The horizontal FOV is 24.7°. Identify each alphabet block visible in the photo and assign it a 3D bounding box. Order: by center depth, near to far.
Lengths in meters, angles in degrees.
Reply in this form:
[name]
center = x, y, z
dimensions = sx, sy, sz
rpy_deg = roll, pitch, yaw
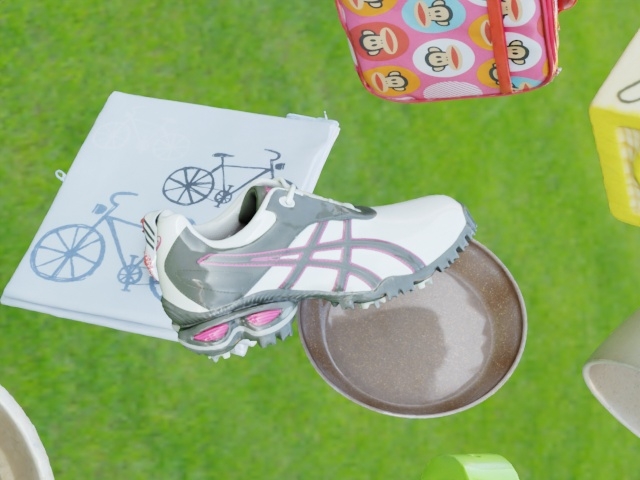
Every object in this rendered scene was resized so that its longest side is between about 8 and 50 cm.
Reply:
[alphabet block]
center = 0.420, -0.129, 1.547
dimensions = 0.197, 0.192, 0.193
rpy_deg = -54, 141, -25

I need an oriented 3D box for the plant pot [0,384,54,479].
[plant pot]
center = -0.429, 0.276, 1.305
dimensions = 0.334, 0.305, 0.333
rpy_deg = 7, 69, -20

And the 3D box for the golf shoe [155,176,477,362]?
[golf shoe]
center = 0.000, 0.000, 1.175
dimensions = 0.273, 0.105, 0.120
rpy_deg = -20, 105, -19

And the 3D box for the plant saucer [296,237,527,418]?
[plant saucer]
center = 0.078, 0.073, 1.265
dimensions = 0.036, 0.199, 0.198
rpy_deg = 94, 12, -55

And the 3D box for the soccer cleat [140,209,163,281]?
[soccer cleat]
center = -0.183, 0.005, 1.655
dimensions = 0.029, 0.036, 0.083
rpy_deg = 8, 67, -46

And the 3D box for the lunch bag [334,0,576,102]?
[lunch bag]
center = 0.148, -0.267, 1.511
dimensions = 0.293, 0.258, 0.120
rpy_deg = 69, 23, -56

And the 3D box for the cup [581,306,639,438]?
[cup]
center = 0.508, 0.144, 1.701
dimensions = 0.237, 0.331, 0.331
rpy_deg = -54, 134, -13

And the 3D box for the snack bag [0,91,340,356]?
[snack bag]
center = -0.174, -0.035, 1.741
dimensions = 0.037, 0.323, 0.342
rpy_deg = 76, 29, -52

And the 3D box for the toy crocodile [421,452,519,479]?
[toy crocodile]
center = 0.163, 0.341, 1.222
dimensions = 0.115, 0.105, 0.340
rpy_deg = -12, 83, -42
